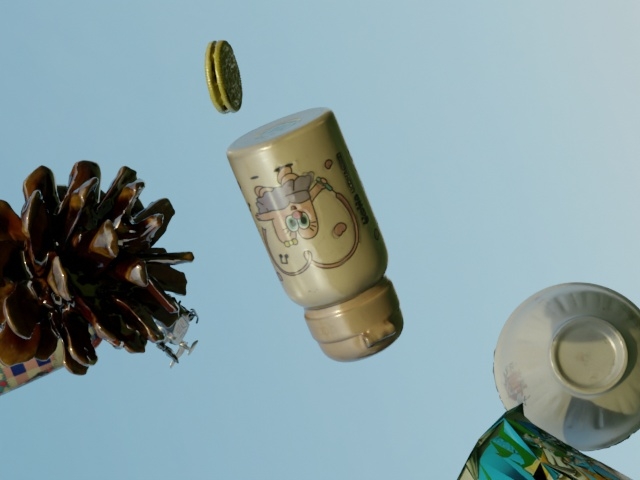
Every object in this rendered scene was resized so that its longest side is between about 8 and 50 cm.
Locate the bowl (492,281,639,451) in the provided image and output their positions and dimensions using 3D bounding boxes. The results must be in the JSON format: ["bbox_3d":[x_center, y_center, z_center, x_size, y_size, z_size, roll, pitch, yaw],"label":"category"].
[{"bbox_3d":[0.281,0.129,1.693,0.086,0.189,0.189,79,178,-77],"label":"bowl"}]

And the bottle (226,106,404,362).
[{"bbox_3d":[0.000,0.000,1.329,0.110,0.097,0.209,17,130,68],"label":"bottle"}]

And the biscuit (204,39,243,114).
[{"bbox_3d":[-0.108,-0.182,1.759,0.084,0.023,0.084,-8,-90,-77],"label":"biscuit"}]

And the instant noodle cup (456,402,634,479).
[{"bbox_3d":[0.223,0.299,1.515,0.240,0.178,0.240,-46,-33,-43],"label":"instant noodle cup"}]

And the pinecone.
[{"bbox_3d":[-0.236,0.024,1.594,0.229,0.201,0.202,-53,-41,-35],"label":"pinecone"}]

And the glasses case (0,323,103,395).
[{"bbox_3d":[-0.395,0.121,1.754,0.076,0.327,0.125,-151,38,-76],"label":"glasses case"}]

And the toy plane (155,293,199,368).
[{"bbox_3d":[-0.231,0.142,2.477,0.078,0.053,0.197,-56,-16,-16],"label":"toy plane"}]
